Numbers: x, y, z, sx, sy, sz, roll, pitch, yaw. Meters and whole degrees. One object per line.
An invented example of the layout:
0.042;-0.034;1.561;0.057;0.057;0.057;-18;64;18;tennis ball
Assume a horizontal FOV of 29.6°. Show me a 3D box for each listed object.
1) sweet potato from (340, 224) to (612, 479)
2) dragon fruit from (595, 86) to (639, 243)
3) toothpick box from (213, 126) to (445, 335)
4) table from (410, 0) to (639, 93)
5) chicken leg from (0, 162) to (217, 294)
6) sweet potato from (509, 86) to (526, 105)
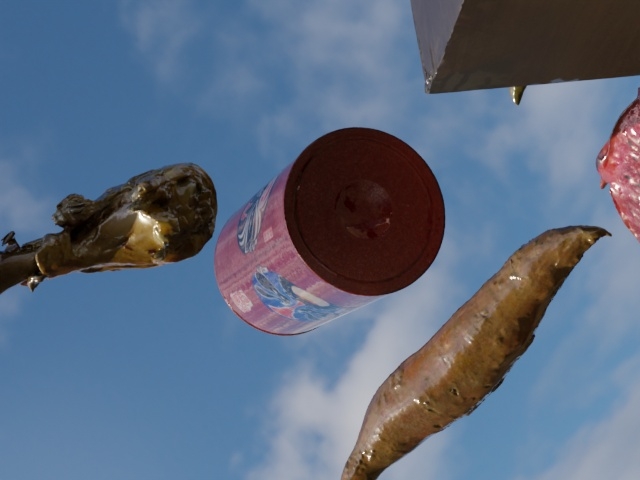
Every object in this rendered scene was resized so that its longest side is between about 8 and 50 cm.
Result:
0.115;0.094;0.938;0.072;0.066;0.314;22;-57;-34;sweet potato
0.566;-0.092;1.542;0.249;0.386;0.371;-38;-47;-29;dragon fruit
0.000;0.000;1.533;0.204;0.204;0.333;-32;-1;-22;toothpick box
0.151;-0.229;0.817;0.172;0.193;0.169;-7;-20;-8;table
-0.182;-0.004;1.024;0.207;0.101;0.085;-21;-77;-16;chicken leg
0.343;-0.310;2.086;0.041;0.038;0.153;-13;-76;-40;sweet potato
